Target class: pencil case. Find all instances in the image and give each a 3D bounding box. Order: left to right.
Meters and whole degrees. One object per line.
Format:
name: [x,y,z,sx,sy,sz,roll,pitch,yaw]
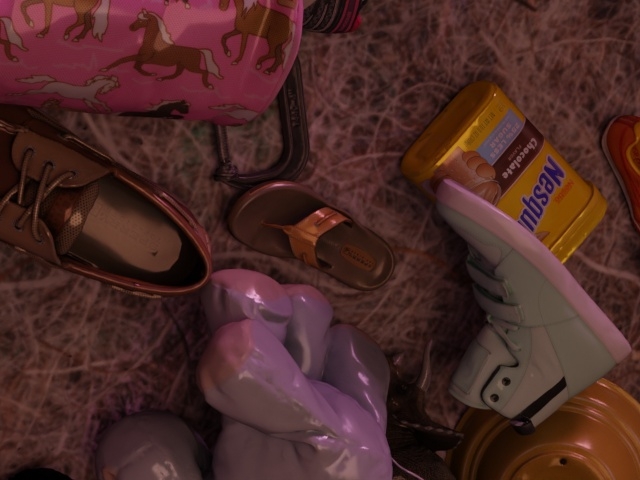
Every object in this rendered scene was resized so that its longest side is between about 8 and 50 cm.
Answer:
pencil case: [-0.205,-0.188,1.383,0.386,0.167,0.160,7,70,-27]

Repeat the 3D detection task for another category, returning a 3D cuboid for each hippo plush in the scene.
hippo plush: [-0.058,0.190,1.576,0.236,0.234,0.294,-40,98,21]

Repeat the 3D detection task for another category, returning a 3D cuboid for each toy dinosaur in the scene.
toy dinosaur: [0.085,0.267,1.678,0.160,0.121,0.314,-20,106,-5]

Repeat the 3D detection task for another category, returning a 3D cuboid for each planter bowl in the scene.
planter bowl: [0.223,0.236,1.695,0.217,0.090,0.217,1,99,7]

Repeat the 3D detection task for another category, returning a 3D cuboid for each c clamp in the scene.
c clamp: [-0.073,-0.114,1.574,0.137,0.022,0.161,-21,110,-26]

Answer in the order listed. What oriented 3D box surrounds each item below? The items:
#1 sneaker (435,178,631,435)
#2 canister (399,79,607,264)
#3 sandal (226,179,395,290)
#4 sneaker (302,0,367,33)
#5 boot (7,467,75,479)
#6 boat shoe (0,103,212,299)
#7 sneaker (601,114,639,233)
sneaker: [0.155,0.070,1.608,0.151,0.094,0.256,-44,115,0]
canister: [0.169,-0.051,1.668,0.126,0.073,0.170,-49,114,-6]
sandal: [0.000,0.000,1.612,0.180,0.049,0.072,27,96,-29]
sneaker: [0.055,-0.302,1.506,0.112,0.121,0.299,20,126,-37]
boot: [-0.215,0.305,1.562,0.246,0.094,0.207,0,106,-18]
boat shoe: [-0.222,-0.041,1.467,0.324,0.116,0.123,23,92,-27]
sneaker: [0.332,-0.045,1.746,0.064,0.067,0.175,-43,117,-12]
